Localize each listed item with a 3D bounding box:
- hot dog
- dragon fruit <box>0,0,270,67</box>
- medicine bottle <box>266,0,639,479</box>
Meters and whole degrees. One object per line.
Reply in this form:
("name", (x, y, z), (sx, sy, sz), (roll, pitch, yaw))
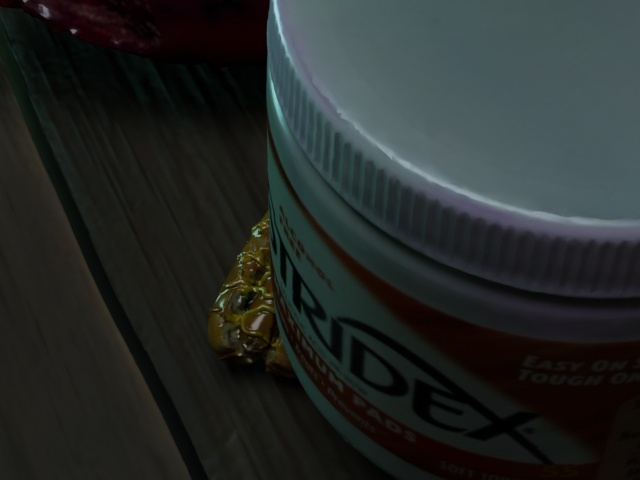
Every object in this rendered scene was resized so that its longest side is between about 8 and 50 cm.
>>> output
("hot dog", (0.000, 0.000, 0.908), (0.071, 0.045, 0.165), (14, 58, 26))
("dragon fruit", (-0.088, -0.247, 1.006), (0.330, 0.240, 0.302), (-12, 31, -4))
("medicine bottle", (0.102, -0.036, 0.758), (0.252, 0.241, 0.253), (0, 54, -1))
